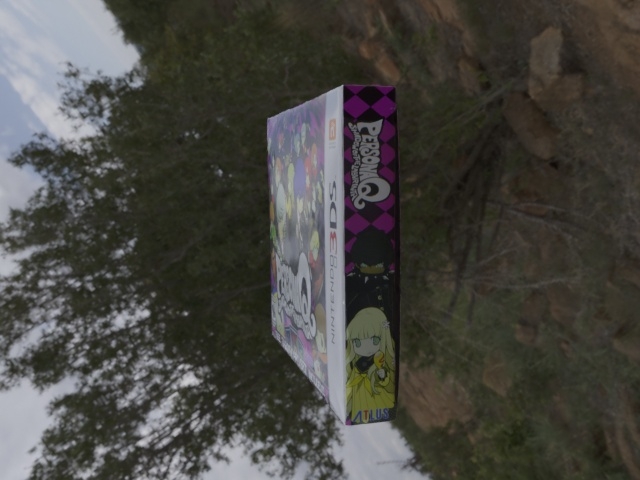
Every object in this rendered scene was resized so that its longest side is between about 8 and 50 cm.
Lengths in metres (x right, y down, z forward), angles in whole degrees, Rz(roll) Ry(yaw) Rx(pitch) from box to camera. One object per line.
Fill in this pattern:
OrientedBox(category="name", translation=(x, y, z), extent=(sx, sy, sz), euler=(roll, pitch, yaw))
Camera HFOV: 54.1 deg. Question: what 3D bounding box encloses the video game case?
OrientedBox(category="video game case", translation=(0.000, 0.000, 0.486), extent=(0.232, 0.042, 0.210), euler=(-158, 66, -73))
